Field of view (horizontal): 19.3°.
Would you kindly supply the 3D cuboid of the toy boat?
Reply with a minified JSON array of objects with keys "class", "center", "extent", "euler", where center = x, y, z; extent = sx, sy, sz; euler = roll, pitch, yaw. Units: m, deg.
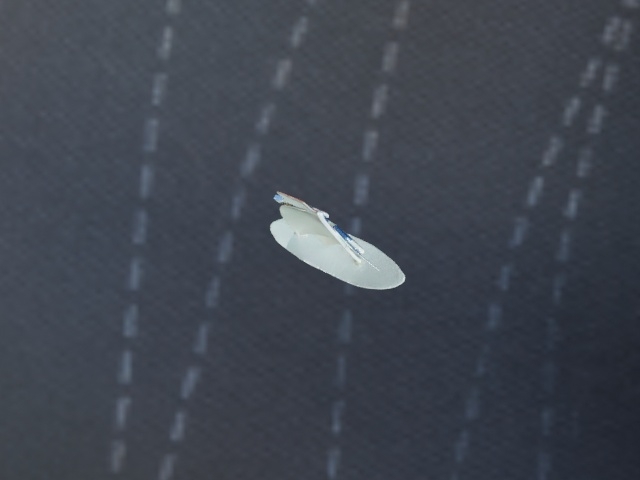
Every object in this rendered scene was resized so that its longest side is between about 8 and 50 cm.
[{"class":"toy boat","center":[-0.005,-0.001,1.344],"extent":[0.105,0.149,0.034],"euler":[19,82,43]}]
